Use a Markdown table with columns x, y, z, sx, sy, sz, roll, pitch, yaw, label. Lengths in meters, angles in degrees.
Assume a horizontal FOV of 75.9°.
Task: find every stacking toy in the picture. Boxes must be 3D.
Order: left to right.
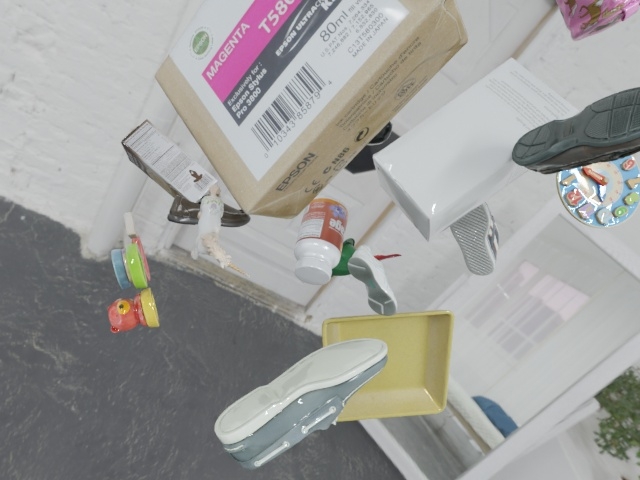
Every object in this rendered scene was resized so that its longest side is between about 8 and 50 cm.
| x | y | z | sx | sy | sz | roll | pitch | yaw | label |
| --- | --- | --- | --- | --- | --- | --- | --- | --- | --- |
| -0.590 | 0.097 | 1.224 | 0.130 | 0.280 | 0.309 | -15 | 48 | -20 | stacking toy |

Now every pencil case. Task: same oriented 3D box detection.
| x | y | z | sx | sy | sz | roll | pitch | yaw | label |
| --- | --- | --- | --- | --- | --- | --- | --- | --- | --- |
| 0.619 | -0.682 | 0.977 | 0.167 | 0.160 | 0.386 | -30 | 96 | -56 | pencil case |

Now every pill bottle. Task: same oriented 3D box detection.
| x | y | z | sx | sy | sz | roll | pitch | yaw | label |
| --- | --- | --- | --- | --- | --- | --- | --- | --- | --- |
| 0.000 | 0.000 | 1.066 | 0.121 | 0.121 | 0.216 | 26 | 55 | -20 | pill bottle |

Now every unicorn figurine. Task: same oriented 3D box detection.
| x | y | z | sx | sy | sz | roll | pitch | yaw | label |
| --- | --- | --- | --- | --- | --- | --- | --- | --- | --- |
| -0.163 | -0.010 | 0.617 | 0.060 | 0.111 | 0.162 | -8 | 79 | -26 | unicorn figurine |

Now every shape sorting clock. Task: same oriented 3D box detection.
| x | y | z | sx | sy | sz | roll | pitch | yaw | label |
| --- | --- | --- | --- | --- | --- | --- | --- | --- | --- |
| 0.621 | -0.130 | 0.909 | 0.206 | 0.206 | 0.040 | 37 | -4 | 0 | shape sorting clock |

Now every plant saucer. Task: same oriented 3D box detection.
| x | y | z | sx | sy | sz | roll | pitch | yaw | label |
| --- | --- | --- | --- | --- | --- | --- | --- | --- | --- |
| 0.172 | 0.321 | 1.100 | 0.332 | 0.333 | 0.081 | -3 | 23 | -2 | plant saucer |

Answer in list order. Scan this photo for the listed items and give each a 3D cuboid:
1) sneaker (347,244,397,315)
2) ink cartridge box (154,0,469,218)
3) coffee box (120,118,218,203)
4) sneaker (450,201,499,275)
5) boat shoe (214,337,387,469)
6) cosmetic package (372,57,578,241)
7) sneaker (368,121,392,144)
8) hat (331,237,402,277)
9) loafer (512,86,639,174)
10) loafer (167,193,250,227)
| x | y | z | sx | sy | sz | roll | pitch | yaw | label |
| --- | --- | --- | --- | --- | --- | --- | --- | --- | --- |
| 0.104 | 0.073 | 0.747 | 0.152 | 0.053 | 0.061 | 61 | 35 | -25 | sneaker |
| -0.022 | -0.167 | 0.380 | 0.193 | 0.234 | 0.088 | 53 | 23 | 17 | ink cartridge box |
| -0.412 | -0.196 | 1.140 | 0.246 | 0.141 | 0.098 | 41 | 72 | -5 | coffee box |
| 0.492 | -0.043 | 1.312 | 0.128 | 0.126 | 0.321 | -59 | 136 | -40 | sneaker |
| -0.016 | 0.274 | 0.707 | 0.099 | 0.319 | 0.116 | 69 | -16 | -14 | boat shoe |
| 0.320 | -0.191 | 0.889 | 0.197 | 0.365 | 0.155 | 56 | 2 | 23 | cosmetic package |
| 0.054 | -0.338 | 1.120 | 0.283 | 0.107 | 0.124 | 29 | 23 | 20 | sneaker |
| 0.140 | 0.104 | 1.477 | 0.183 | 0.209 | 0.173 | 35 | 26 | 22 | hat |
| 0.446 | -0.165 | 0.662 | 0.084 | 0.096 | 0.267 | 28 | -13 | -20 | loafer |
| -0.274 | -0.078 | 1.044 | 0.219 | 0.079 | 0.080 | 0 | 9 | -42 | loafer |
